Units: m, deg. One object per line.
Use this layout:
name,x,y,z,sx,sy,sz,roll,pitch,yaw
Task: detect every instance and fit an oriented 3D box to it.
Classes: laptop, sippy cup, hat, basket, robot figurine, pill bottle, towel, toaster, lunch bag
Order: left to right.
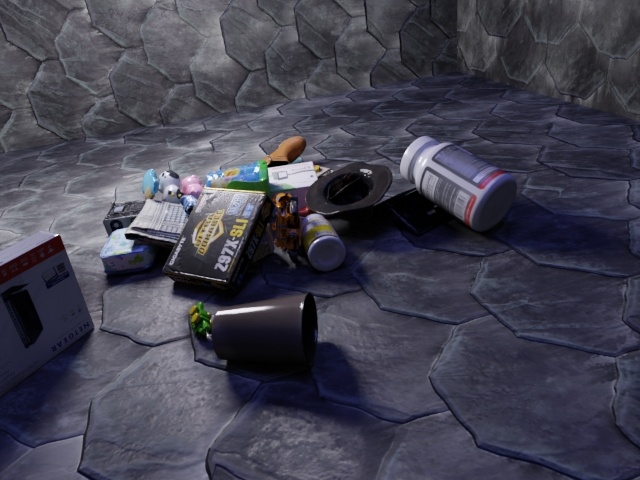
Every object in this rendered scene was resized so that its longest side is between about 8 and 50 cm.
lunch bag,-0.650,0.029,1.815,0.176,0.090,0.219,-8,28,-3
toaster,-0.723,-0.082,2.023,0.168,0.110,0.186,-8,28,-5
towel,-0.497,-0.058,1.870,0.312,0.056,0.324,13,24,-10
sippy cup,-0.301,-0.171,1.929,0.224,0.305,0.240,-5,54,-10
basket,-0.252,-0.006,1.765,0.167,0.113,0.103,16,37,37
basket,-0.134,0.219,1.277,0.226,0.154,0.204,-6,26,10
robot figurine,-0.114,-0.056,1.742,0.085,0.211,0.291,-1,16,-8
pill bottle,0.000,0.000,1.686,0.119,0.119,0.208,-11,28,-8
hat,0.112,-0.142,1.861,0.331,0.134,0.331,-16,33,11
laptop,0.321,-0.102,1.920,0.234,0.137,0.264,-27,59,-32
pill bottle,0.456,-0.204,1.791,0.210,0.210,0.363,-24,46,-29

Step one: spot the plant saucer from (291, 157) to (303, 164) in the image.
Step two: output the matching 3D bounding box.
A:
plant saucer,-0.182,-0.373,2.550,0.192,0.018,0.067,-16,29,-19

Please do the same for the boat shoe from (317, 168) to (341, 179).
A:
boat shoe,0.096,-0.268,2.217,0.223,0.080,0.073,-5,32,14

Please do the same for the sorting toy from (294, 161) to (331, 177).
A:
sorting toy,-0.085,-0.306,2.376,0.193,0.038,0.208,17,36,39

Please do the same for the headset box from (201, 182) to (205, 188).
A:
headset box,-0.506,-0.208,2.263,0.032,0.062,0.083,-18,29,-21

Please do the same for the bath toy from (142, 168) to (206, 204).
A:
bath toy,-0.518,-0.201,2.101,0.348,0.152,0.129,2,-7,-40

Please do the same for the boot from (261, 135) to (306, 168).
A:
boot,-0.168,-0.374,2.370,0.283,0.109,0.220,-28,16,-7

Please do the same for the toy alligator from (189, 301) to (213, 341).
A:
toy alligator,-0.319,0.229,1.406,0.051,0.056,0.190,-51,32,7

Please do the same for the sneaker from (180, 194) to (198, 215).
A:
sneaker,-0.473,-0.125,1.926,0.144,0.053,0.059,29,28,34

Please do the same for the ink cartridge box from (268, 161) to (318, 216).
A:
ink cartridge box,-0.108,-0.210,2.114,0.198,0.115,0.273,-9,28,-3

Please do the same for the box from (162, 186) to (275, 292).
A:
box,-0.316,-0.010,1.659,0.257,0.079,0.322,8,63,26

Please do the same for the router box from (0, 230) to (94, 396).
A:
router box,-0.764,0.184,1.322,0.082,0.301,0.335,8,32,27

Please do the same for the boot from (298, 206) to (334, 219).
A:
boot,-0.029,-0.127,1.974,0.157,0.085,0.059,-8,29,1
